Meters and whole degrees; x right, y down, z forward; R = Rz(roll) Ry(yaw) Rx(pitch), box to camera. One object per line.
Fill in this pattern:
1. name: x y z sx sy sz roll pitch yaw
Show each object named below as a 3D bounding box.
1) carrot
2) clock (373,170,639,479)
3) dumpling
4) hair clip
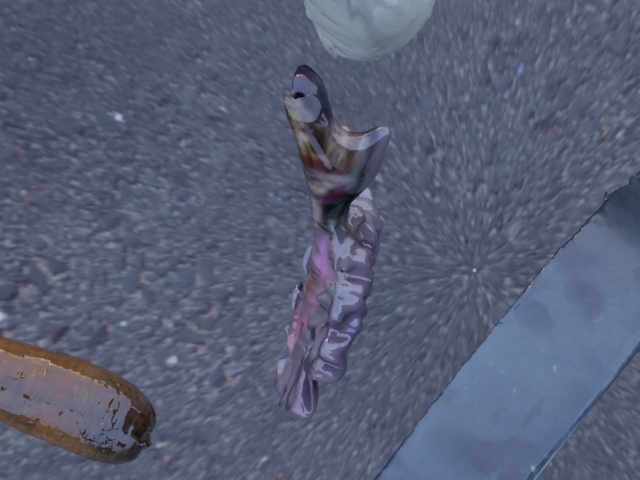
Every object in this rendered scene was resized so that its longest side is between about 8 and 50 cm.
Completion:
1. carrot: -0.195 0.092 0.962 0.186 0.060 0.060 23 91 -8
2. clock: 0.114 0.100 0.858 0.066 0.319 0.319 39 93 13
3. dumpling: 0.050 -0.210 1.152 0.100 0.169 0.134 34 76 26
4. hair clip: 0.007 0.000 1.040 0.069 0.300 0.173 9 53 4
